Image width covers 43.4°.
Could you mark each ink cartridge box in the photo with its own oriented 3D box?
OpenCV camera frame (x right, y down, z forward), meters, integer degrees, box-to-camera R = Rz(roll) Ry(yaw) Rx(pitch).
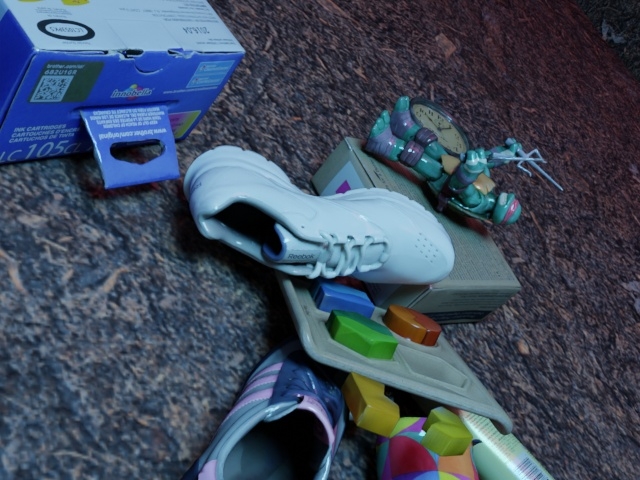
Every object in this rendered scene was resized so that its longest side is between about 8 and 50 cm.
[{"bbox_3d":[-0.265,-0.232,0.809,0.395,0.151,0.270,52,35,15],"label":"ink cartridge box"},{"bbox_3d":[0.120,-0.010,1.025,0.193,0.088,0.234,3,51,-43],"label":"ink cartridge box"}]

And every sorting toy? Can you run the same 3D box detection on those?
[{"bbox_3d":[0.075,0.107,0.754,0.229,0.041,0.307,25,10,-16],"label":"sorting toy"}]

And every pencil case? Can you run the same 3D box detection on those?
[{"bbox_3d":[0.099,0.265,0.692,0.104,0.104,0.236,29,36,-21],"label":"pencil case"}]

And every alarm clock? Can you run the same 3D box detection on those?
[{"bbox_3d":[0.179,-0.173,1.288,0.129,0.064,0.192,35,36,-12],"label":"alarm clock"}]

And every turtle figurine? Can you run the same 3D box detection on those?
[{"bbox_3d":[0.177,-0.088,0.986,0.234,0.118,0.175,31,17,9],"label":"turtle figurine"}]

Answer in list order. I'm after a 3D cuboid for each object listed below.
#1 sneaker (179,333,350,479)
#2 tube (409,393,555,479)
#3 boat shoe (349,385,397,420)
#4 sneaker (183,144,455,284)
[{"bbox_3d":[-0.019,0.156,0.653,0.112,0.131,0.319,42,31,-4],"label":"sneaker"},{"bbox_3d":[0.158,0.198,0.869,0.062,0.070,0.240,-37,70,-14],"label":"tube"},{"bbox_3d":[0.053,0.149,0.781,0.042,0.049,0.133,8,3,5],"label":"boat shoe"},{"bbox_3d":[0.000,0.000,0.825,0.297,0.111,0.129,13,25,-10],"label":"sneaker"}]
